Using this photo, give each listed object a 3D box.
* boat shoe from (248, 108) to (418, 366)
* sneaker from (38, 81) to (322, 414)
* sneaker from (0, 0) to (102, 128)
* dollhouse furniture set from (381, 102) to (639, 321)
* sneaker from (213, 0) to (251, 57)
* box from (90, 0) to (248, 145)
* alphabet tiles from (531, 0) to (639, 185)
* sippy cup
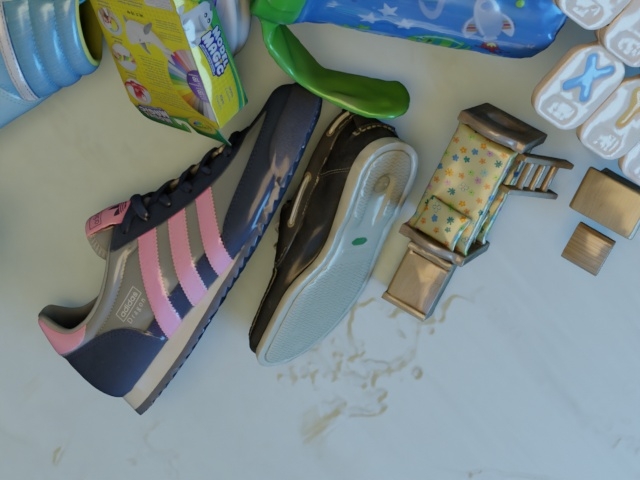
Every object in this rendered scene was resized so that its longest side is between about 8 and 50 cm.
[{"bbox_3d":[0.000,0.000,1.565,0.079,0.084,0.233,44,118,36],"label":"boat shoe"},{"bbox_3d":[-0.118,-0.012,1.549,0.131,0.112,0.319,32,105,-3],"label":"sneaker"},{"bbox_3d":[-0.282,-0.246,1.514,0.208,0.127,0.319,-23,108,15],"label":"sneaker"},{"bbox_3d":[0.149,0.010,1.505,0.161,0.101,0.182,29,106,12],"label":"dollhouse furniture set"},{"bbox_3d":[-0.084,-0.284,1.476,0.114,0.152,0.305,20,133,36],"label":"sneaker"},{"bbox_3d":[-0.120,-0.158,1.473,0.105,0.043,0.179,20,141,37],"label":"box"},{"bbox_3d":[0.298,-0.165,1.411,0.284,0.021,0.278,30,109,-39],"label":"alphabet tiles"},{"bbox_3d":[0.086,-0.244,1.418,0.224,0.305,0.240,18,68,-7],"label":"sippy cup"}]
